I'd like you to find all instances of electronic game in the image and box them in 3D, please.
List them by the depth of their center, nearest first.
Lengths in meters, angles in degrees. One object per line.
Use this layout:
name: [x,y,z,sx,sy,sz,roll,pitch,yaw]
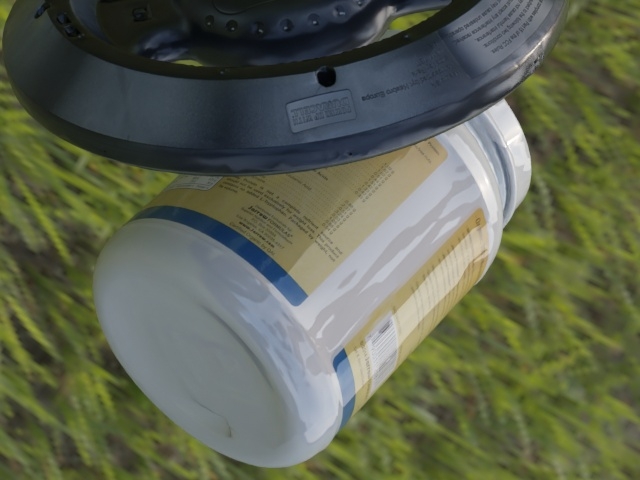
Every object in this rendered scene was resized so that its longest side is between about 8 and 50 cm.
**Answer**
electronic game: [-0.015,-0.094,0.797,0.229,0.229,0.048,-30,130,-29]

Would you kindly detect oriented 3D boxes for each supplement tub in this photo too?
supplement tub: [0.000,0.000,0.981,0.199,0.144,0.144,-44,135,-31]
